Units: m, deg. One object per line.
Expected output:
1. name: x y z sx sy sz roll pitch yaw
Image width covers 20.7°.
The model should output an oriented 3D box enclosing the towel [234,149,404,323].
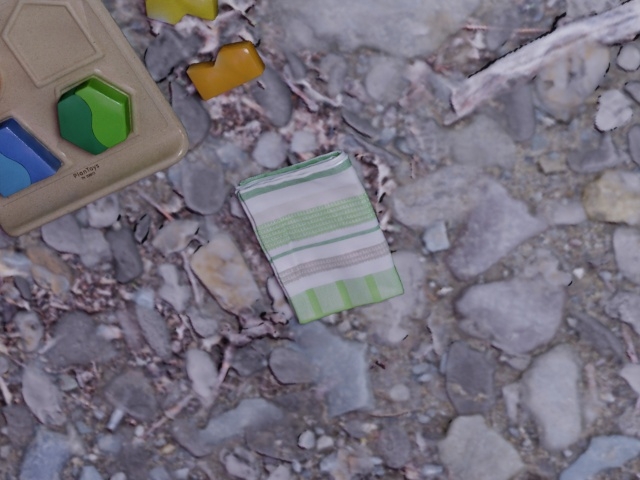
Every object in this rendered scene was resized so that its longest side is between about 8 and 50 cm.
1. towel: 0.000 0.000 1.591 0.113 0.023 0.152 -16 113 19

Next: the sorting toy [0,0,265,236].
1. sorting toy: -0.218 -0.147 1.546 0.307 0.041 0.229 -23 110 21
